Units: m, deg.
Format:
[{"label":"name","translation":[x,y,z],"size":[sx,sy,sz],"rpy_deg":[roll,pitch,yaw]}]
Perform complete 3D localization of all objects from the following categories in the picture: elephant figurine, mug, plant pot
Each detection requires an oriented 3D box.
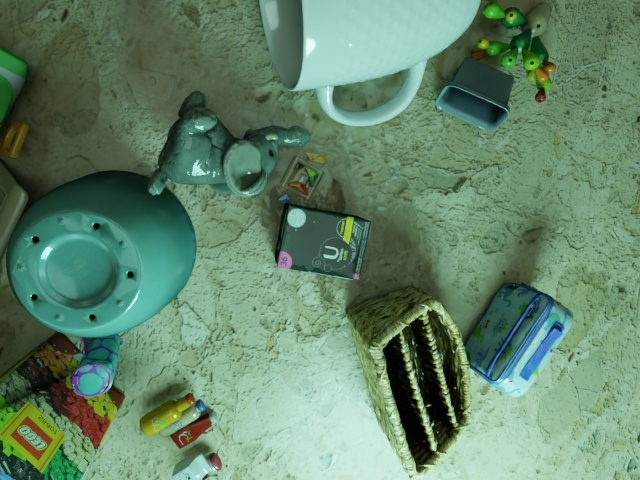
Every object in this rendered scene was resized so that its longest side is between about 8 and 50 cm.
[{"label":"elephant figurine","translation":[-0.154,-0.149,0.847],"size":[0.239,0.169,0.186],"rpy_deg":[25,123,-27]},{"label":"mug","translation":[0.086,-0.378,0.808],"size":[0.328,0.276,0.374],"rpy_deg":[-14,130,-14]},{"label":"plant pot","translation":[-0.371,0.030,0.787],"size":[0.293,0.235,0.293],"rpy_deg":[-1,99,-9]}]

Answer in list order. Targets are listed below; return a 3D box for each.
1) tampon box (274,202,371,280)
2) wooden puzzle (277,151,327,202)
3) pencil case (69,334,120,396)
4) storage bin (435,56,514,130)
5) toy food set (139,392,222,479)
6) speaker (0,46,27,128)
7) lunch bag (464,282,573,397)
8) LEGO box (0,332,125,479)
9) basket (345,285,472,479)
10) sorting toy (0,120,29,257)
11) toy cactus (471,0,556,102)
[{"label":"tampon box","translation":[0.000,0.000,0.910],"size":[0.161,0.101,0.121],"rpy_deg":[9,96,-10]},{"label":"wooden puzzle","translation":[-0.035,-0.125,0.931],"size":[0.078,0.014,0.116],"rpy_deg":[20,95,-11]},{"label":"pencil case","translation":[-0.409,0.217,0.850],"size":[0.070,0.151,0.065],"rpy_deg":[18,99,-21]},{"label":"storage bin","translation":[0.312,-0.293,0.926],"size":[0.135,0.098,0.091],"rpy_deg":[25,75,1]},{"label":"toy food set","translation":[-0.243,0.405,0.924],"size":[0.104,0.111,0.232],"rpy_deg":[-31,99,-3]},{"label":"speaker","translation":[-0.614,-0.198,0.770],"size":[0.131,0.131,0.297],"rpy_deg":[31,92,-12]},{"label":"lunch bag","translation":[0.405,0.200,0.967],"size":[0.090,0.176,0.219],"rpy_deg":[32,93,-12]},{"label":"LEGO box","translation":[-0.612,0.421,0.735],"size":[0.500,0.372,0.193],"rpy_deg":[-38,102,-2]},{"label":"basket","translation":[0.202,0.263,0.921],"size":[0.213,0.223,0.299],"rpy_deg":[-17,100,-6]},{"label":"sorting toy","translation":[-0.562,-0.036,0.800],"size":[0.047,0.196,0.348],"rpy_deg":[23,96,-53]},{"label":"toy cactus","translation":[0.406,-0.400,0.933],"size":[0.219,0.112,0.180],"rpy_deg":[39,72,-10]}]
